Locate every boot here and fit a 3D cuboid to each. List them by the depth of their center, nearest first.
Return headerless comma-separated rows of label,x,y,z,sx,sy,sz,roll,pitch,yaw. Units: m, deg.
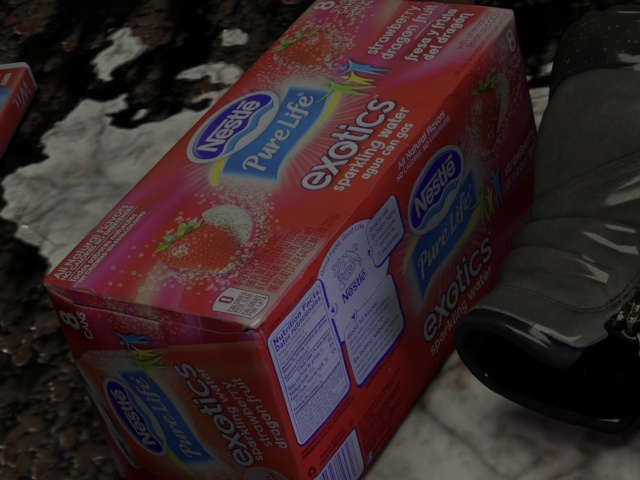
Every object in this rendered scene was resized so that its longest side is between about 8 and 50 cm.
boot,0.245,0.008,0.806,0.338,0.118,0.222,1,49,22

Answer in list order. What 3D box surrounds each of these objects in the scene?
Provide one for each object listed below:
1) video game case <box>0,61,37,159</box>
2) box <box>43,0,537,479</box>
video game case,-0.308,-0.014,1.091,0.204,0.025,0.285,-5,37,15
box,0.000,0.000,0.868,0.123,0.128,0.257,11,43,31
